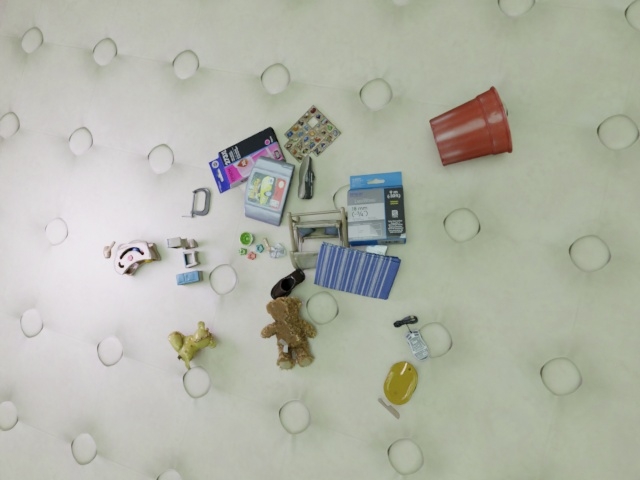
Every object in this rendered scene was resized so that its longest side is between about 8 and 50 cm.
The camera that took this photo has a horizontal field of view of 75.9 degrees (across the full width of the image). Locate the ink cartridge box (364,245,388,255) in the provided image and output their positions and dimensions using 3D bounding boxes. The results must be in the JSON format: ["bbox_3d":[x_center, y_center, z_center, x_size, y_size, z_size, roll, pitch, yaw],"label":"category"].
[{"bbox_3d":[0.233,0.069,1.791,0.088,0.052,0.123,22,88,14],"label":"ink cartridge box"}]

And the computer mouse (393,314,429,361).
[{"bbox_3d":[0.394,0.417,1.735,0.105,0.042,0.193,-25,75,5],"label":"computer mouse"}]

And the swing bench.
[{"bbox_3d":[0.000,0.000,1.791,0.252,0.165,0.255,-5,85,11],"label":"swing bench"}]

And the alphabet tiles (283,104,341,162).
[{"bbox_3d":[-0.052,-0.486,1.922,0.237,0.009,0.198,-44,78,6],"label":"alphabet tiles"}]

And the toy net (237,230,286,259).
[{"bbox_3d":[-0.275,0.043,1.908,0.232,0.045,0.122,18,89,13],"label":"toy net"}]

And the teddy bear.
[{"bbox_3d":[-0.137,0.413,1.829,0.245,0.113,0.338,-29,87,16],"label":"teddy bear"}]

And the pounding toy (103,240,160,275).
[{"bbox_3d":[-0.938,0.087,1.992,0.269,0.155,0.154,-8,79,11],"label":"pounding toy"}]

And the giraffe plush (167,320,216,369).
[{"bbox_3d":[-0.581,0.464,1.888,0.170,0.210,0.182,-34,111,-16],"label":"giraffe plush"}]

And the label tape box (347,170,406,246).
[{"bbox_3d":[0.236,-0.151,1.755,0.240,0.106,0.334,-4,75,11],"label":"label tape box"}]

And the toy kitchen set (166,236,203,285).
[{"bbox_3d":[-0.658,0.100,1.924,0.122,0.166,0.207,-13,83,11],"label":"toy kitchen set"}]

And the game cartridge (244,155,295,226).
[{"bbox_3d":[-0.244,-0.229,1.887,0.195,0.060,0.295,16,99,9],"label":"game cartridge"}]

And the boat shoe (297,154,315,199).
[{"bbox_3d":[-0.059,-0.288,1.890,0.064,0.075,0.206,11,82,-29],"label":"boat shoe"}]

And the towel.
[{"bbox_3d":[0.149,0.131,1.725,0.335,0.040,0.243,12,129,3],"label":"towel"}]

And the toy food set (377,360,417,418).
[{"bbox_3d":[0.338,0.616,1.722,0.128,0.071,0.218,26,89,37],"label":"toy food set"}]

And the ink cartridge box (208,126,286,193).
[{"bbox_3d":[-0.360,-0.380,1.956,0.370,0.069,0.176,-24,81,12],"label":"ink cartridge box"}]

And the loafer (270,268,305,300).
[{"bbox_3d":[-0.161,0.200,1.823,0.220,0.078,0.080,-44,78,32],"label":"loafer"}]

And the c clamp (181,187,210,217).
[{"bbox_3d":[-0.607,-0.183,2.011,0.137,0.022,0.161,11,88,13],"label":"c clamp"}]

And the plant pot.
[{"bbox_3d":[0.597,-0.441,1.661,0.264,0.272,0.273,-17,82,19],"label":"plant pot"}]
